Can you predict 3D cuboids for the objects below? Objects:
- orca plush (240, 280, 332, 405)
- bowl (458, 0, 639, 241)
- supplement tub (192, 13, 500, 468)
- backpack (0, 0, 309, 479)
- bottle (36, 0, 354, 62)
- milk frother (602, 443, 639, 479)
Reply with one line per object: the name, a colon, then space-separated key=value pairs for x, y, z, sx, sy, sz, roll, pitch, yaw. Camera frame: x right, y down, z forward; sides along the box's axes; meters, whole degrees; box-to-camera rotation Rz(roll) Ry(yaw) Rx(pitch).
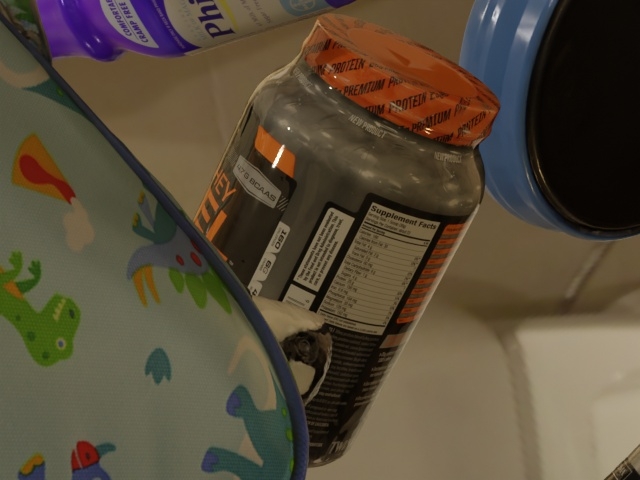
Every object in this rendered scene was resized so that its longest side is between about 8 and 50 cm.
orca plush: x=-0.111 y=0.080 z=0.804 sx=0.151 sy=0.287 sz=0.102 roll=-25 pitch=63 yaw=35
bowl: x=0.299 y=-0.178 z=1.393 sx=0.077 sy=0.391 sz=0.391 roll=37 pitch=136 yaw=45
supplement tub: x=0.000 y=0.000 z=1.169 sx=0.193 sy=0.194 sz=0.316 roll=40 pitch=113 yaw=34
backpack: x=-0.176 y=0.035 z=0.409 sx=0.273 sy=0.290 sz=0.355 roll=-5 pitch=132 yaw=32
bottle: x=-0.100 y=-0.187 z=1.052 sx=0.283 sy=0.092 sz=0.118 roll=-14 pitch=120 yaw=23
milk frother: x=0.293 y=0.210 z=1.150 sx=0.143 sy=0.135 sz=0.129 roll=40 pitch=-171 yaw=-19
